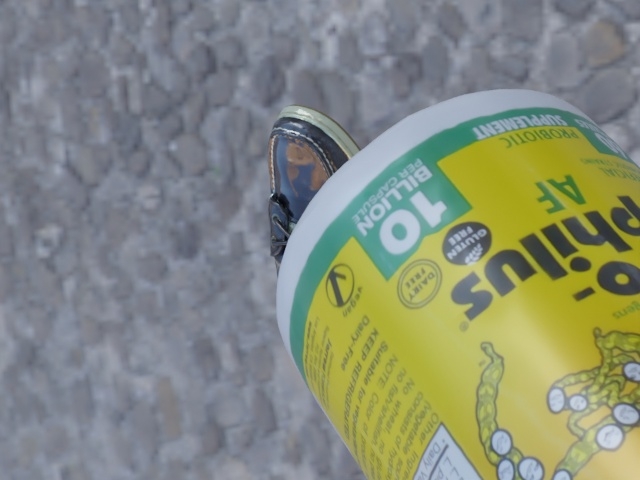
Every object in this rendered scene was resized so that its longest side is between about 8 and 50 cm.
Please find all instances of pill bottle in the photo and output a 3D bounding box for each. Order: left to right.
[{"bbox_3d":[0.081,0.062,0.450,0.208,0.117,0.117,55,134,42],"label":"pill bottle"}]

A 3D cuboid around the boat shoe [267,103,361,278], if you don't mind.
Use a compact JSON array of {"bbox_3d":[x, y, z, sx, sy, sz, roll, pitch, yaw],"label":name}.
[{"bbox_3d":[0.000,0.000,0.860,0.056,0.049,0.152,17,142,31],"label":"boat shoe"}]
